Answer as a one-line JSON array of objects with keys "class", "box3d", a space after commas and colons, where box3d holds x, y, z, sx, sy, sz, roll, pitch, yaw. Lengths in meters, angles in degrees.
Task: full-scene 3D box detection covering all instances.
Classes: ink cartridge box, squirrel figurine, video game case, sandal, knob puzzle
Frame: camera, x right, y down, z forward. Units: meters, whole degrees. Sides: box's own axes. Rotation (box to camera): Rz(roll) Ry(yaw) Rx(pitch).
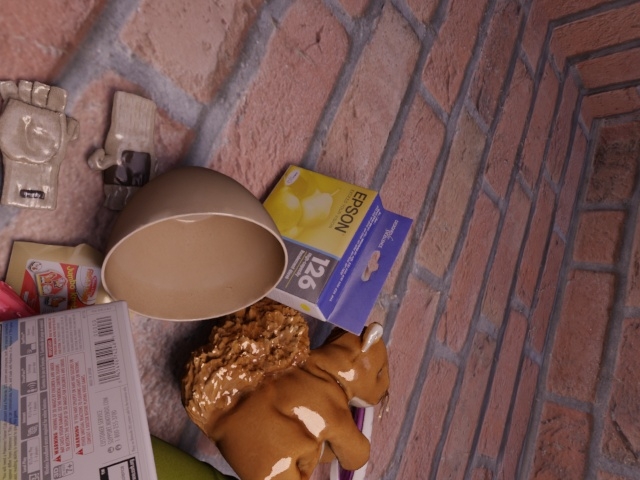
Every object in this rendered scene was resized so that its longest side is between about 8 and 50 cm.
[{"class": "ink cartridge box", "box3d": [0.000, 0.000, 0.876, 0.304, 0.306, 0.072, -59, 156, -30]}, {"class": "squirrel figurine", "box3d": [-0.045, 0.264, 0.813, 0.370, 0.281, 0.397, -40, 91, -25]}, {"class": "video game case", "box3d": [-0.354, 0.235, 0.469, 0.299, 0.036, 0.329, -8, 53, -27]}, {"class": "sandal", "box3d": [0.050, 0.597, 1.077, 0.102, 0.169, 0.417, 15, 79, 0]}, {"class": "knob puzzle", "box3d": [-0.405, 0.099, 0.696, 0.212, 0.030, 0.214, -1, 93, -28]}]

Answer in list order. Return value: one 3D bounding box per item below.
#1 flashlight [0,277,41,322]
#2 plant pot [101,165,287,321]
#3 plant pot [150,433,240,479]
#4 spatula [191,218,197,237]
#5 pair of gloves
[{"class": "flashlight", "box3d": [-0.439, 0.094, 0.604, 0.304, 0.103, 0.103, 49, 69, -20]}, {"class": "plant pot", "box3d": [-0.214, -0.017, 0.727, 0.283, 0.284, 0.191, 20, 39, -40]}, {"class": "plant pot", "box3d": [-0.346, 0.416, 0.594, 0.353, 0.366, 0.366, 50, 60, -18]}, {"class": "spatula", "box3d": [-0.169, 0.026, 0.922, 0.241, 0.019, 0.169, -2, 92, -41]}, {"class": "pair of gloves", "box3d": [-0.392, -0.151, 0.704, 0.239, 0.042, 0.205, -4, 98, -39]}]
